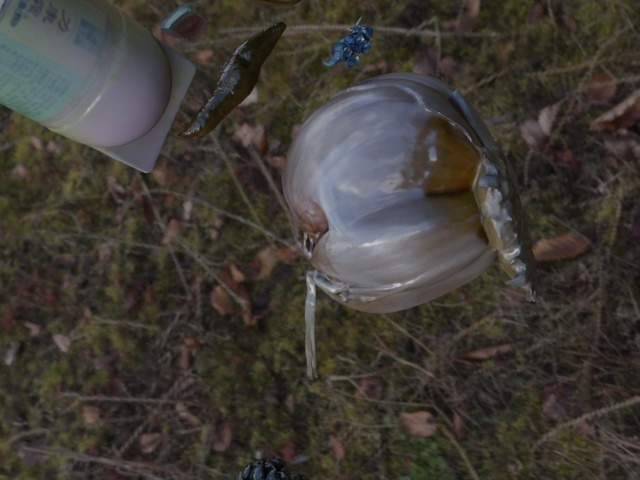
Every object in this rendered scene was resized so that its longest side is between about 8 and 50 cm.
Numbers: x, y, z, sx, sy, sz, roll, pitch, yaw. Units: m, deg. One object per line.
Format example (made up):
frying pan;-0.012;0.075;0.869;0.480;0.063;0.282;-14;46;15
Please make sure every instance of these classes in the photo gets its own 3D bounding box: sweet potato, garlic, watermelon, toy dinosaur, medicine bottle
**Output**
sweet potato;-0.145;-0.267;1.557;0.067;0.067;0.274;22;68;38
garlic;0.070;0.012;0.672;0.207;0.207;0.257;22;106;38
watermelon;-0.260;-0.415;1.770;0.084;0.072;0.092;-49;4;37
toy dinosaur;0.041;-0.273;1.298;0.083;0.030;0.047;-48;35;1
medicine bottle;-0.402;-0.291;1.552;0.235;0.406;0.236;-23;54;36

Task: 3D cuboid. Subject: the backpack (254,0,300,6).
backpack;-0.106;-0.566;1.495;0.201;0.378;0.354;-6;70;47

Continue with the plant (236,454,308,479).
plant;-0.075;0.322;1.081;0.094;0.092;0.143;34;71;9
